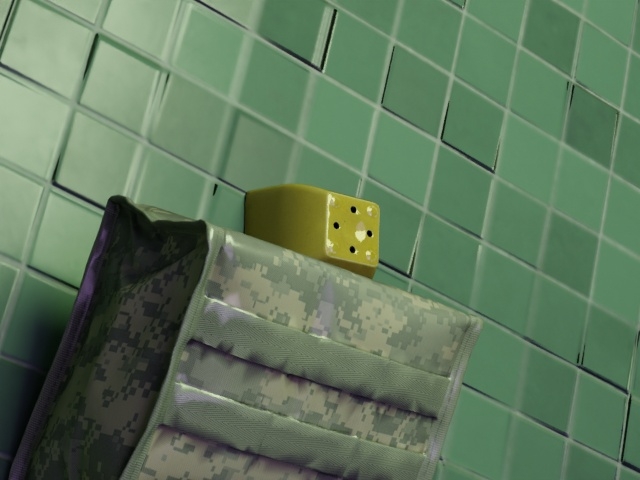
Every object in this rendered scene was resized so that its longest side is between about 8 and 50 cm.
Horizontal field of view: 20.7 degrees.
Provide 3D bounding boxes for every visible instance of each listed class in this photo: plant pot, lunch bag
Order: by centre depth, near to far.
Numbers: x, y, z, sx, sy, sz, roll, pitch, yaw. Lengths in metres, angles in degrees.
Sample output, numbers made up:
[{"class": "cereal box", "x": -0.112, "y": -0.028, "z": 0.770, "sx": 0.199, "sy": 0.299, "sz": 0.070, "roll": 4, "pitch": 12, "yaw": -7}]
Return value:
[{"class": "lunch bag", "x": -0.060, "y": 0.143, "z": 1.135, "sx": 0.235, "sy": 0.169, "sz": 0.287, "roll": 21, "pitch": 88, "yaw": -34}, {"class": "plant pot", "x": 0.000, "y": 0.000, "z": 1.278, "sx": 0.081, "sy": 0.083, "sz": 0.081, "roll": 13, "pitch": 69, "yaw": -34}]
